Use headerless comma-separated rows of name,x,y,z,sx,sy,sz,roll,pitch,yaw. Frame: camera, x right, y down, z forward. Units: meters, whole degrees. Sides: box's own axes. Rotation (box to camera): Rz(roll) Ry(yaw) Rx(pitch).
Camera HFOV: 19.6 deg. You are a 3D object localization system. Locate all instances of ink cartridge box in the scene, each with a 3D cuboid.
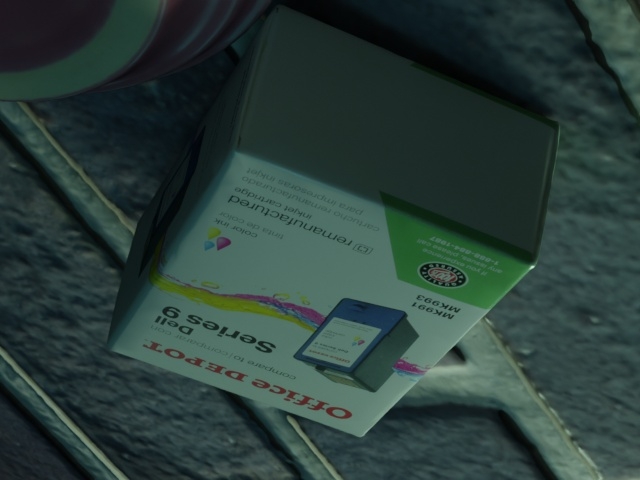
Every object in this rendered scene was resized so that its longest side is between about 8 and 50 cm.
ink cartridge box,0.000,0.000,0.927,0.154,0.093,0.212,21,147,-13

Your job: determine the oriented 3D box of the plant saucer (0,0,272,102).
plant saucer,-0.170,-0.176,0.811,0.332,0.084,0.332,15,143,11
